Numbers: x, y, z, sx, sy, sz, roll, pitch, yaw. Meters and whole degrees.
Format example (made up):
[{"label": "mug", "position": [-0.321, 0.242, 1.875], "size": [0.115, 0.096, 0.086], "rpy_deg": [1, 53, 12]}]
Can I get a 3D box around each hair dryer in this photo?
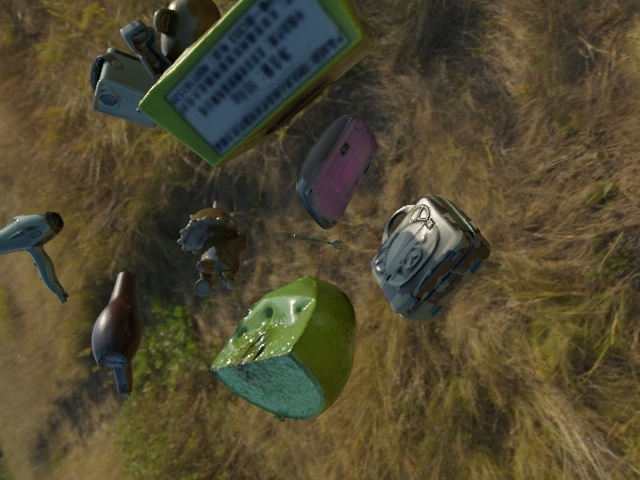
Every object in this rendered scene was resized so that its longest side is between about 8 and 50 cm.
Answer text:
[{"label": "hair dryer", "position": [-0.720, 0.044, 1.279], "size": [0.088, 0.219, 0.224], "rpy_deg": [-89, -3, -81]}, {"label": "hair dryer", "position": [-0.555, 0.299, 1.514], "size": [0.312, 0.123, 0.340], "rpy_deg": [-105, 19, -53]}]

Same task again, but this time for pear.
[{"label": "pear", "position": [-0.043, 0.232, 1.254], "size": [0.238, 0.318, 0.343], "rpy_deg": [47, 140, -19]}]

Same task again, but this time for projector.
[{"label": "projector", "position": [-0.634, -0.503, 1.764], "size": [0.163, 0.243, 0.177], "rpy_deg": [-46, 37, 45]}]

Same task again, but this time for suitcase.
[{"label": "suitcase", "position": [0.319, 0.035, 1.639], "size": [0.351, 0.194, 0.339], "rpy_deg": [-54, 37, 22]}]

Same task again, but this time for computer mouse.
[{"label": "computer mouse", "position": [0.040, -0.168, 1.290], "size": [0.072, 0.310, 0.158], "rpy_deg": [-5, 136, 45]}]

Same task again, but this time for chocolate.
[{"label": "chocolate", "position": [-0.064, -0.252, 0.774], "size": [0.301, 0.288, 0.137], "rpy_deg": [-38, 98, 19]}]

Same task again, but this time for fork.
[{"label": "fork", "position": [0.003, 0.001, 1.905], "size": [0.028, 0.220, 0.033], "rpy_deg": [25, 101, 58]}]

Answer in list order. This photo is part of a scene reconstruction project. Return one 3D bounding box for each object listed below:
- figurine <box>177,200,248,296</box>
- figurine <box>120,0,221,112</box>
[{"label": "figurine", "position": [-0.309, 0.007, 1.499], "size": [0.177, 0.247, 0.173], "rpy_deg": [-17, 128, 35]}, {"label": "figurine", "position": [-0.311, -0.433, 1.266], "size": [0.167, 0.342, 0.284], "rpy_deg": [21, 117, 7]}]
